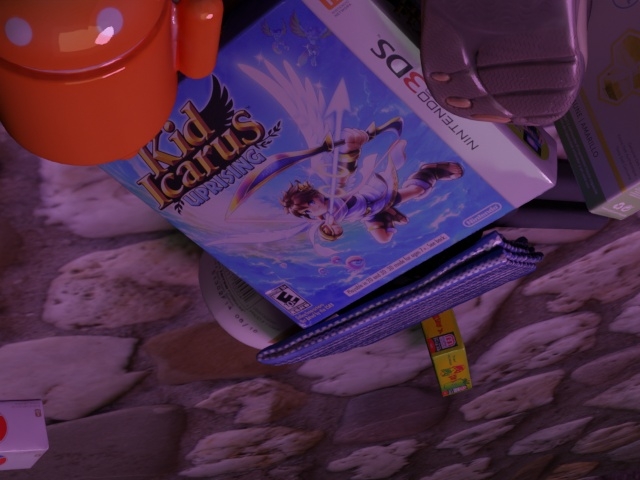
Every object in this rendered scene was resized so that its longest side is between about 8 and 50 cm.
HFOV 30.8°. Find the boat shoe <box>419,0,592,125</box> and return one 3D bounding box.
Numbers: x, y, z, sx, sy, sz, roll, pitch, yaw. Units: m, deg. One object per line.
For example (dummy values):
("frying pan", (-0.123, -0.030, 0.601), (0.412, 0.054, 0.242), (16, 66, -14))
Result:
("boat shoe", (0.117, -0.228, 0.687), (0.132, 0.130, 0.355), (12, 142, 9))

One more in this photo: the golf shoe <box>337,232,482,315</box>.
("golf shoe", (0.094, 0.012, 1.262), (0.198, 0.077, 0.094), (-28, 174, 23))

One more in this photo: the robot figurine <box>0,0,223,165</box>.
("robot figurine", (-0.156, -0.130, 0.728), (0.128, 0.158, 0.219), (-52, 167, -23))

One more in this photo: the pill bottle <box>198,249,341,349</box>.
("pill bottle", (0.000, 0.000, 1.087), (0.131, 0.131, 0.229), (9, 146, -42))

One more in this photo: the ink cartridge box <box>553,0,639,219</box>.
("ink cartridge box", (0.287, -0.144, 0.902), (0.056, 0.171, 0.235), (11, 144, -44))

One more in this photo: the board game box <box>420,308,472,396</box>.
("board game box", (0.158, 0.130, 1.499), (0.043, 0.092, 0.181), (-16, 155, 3))

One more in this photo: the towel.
("towel", (0.092, 0.055, 1.141), (0.243, 0.040, 0.336), (-26, 171, 13))

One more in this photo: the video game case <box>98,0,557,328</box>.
("video game case", (-0.001, -0.070, 0.891), (0.270, 0.061, 0.244), (-33, 119, 33))

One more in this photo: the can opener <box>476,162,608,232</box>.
("can opener", (0.203, -0.032, 1.167), (0.284, 0.095, 0.076), (2, 130, -33))

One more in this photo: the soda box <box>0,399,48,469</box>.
("soda box", (-0.447, 0.241, 1.412), (0.216, 0.069, 0.074), (2, 150, -34))
